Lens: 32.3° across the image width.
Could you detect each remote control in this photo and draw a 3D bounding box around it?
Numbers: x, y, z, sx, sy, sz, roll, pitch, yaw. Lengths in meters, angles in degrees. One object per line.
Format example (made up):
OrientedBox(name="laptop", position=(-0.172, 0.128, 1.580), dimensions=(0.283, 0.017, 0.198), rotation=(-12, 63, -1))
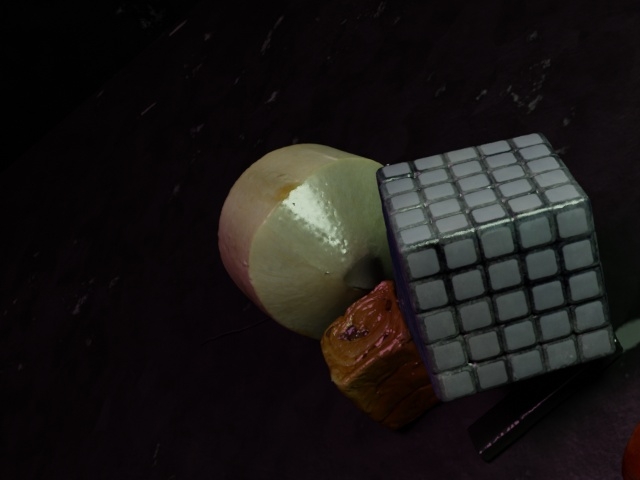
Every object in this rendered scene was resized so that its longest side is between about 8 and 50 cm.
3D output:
OrientedBox(name="remote control", position=(0.292, 0.197, 1.450), dimensions=(0.245, 0.025, 0.063), rotation=(-44, 39, 17))

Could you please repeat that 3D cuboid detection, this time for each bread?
OrientedBox(name="bread", position=(0.095, 0.171, 1.611), dimensions=(0.149, 0.143, 0.158), rotation=(-35, 38, 16))

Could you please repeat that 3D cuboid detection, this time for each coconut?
OrientedBox(name="coconut", position=(0.000, 0.000, 1.738), dimensions=(0.323, 0.323, 0.323), rotation=(-32, 40, 32))

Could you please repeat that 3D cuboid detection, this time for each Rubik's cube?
OrientedBox(name="Rubik's cube", position=(0.214, 0.029, 1.401), dimensions=(0.238, 0.237, 0.237), rotation=(-15, 28, 1))

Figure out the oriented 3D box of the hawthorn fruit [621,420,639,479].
OrientedBox(name="hawthorn fruit", position=(0.409, 0.239, 1.143), dimensions=(0.251, 0.189, 0.189), rotation=(-58, 29, 28))
